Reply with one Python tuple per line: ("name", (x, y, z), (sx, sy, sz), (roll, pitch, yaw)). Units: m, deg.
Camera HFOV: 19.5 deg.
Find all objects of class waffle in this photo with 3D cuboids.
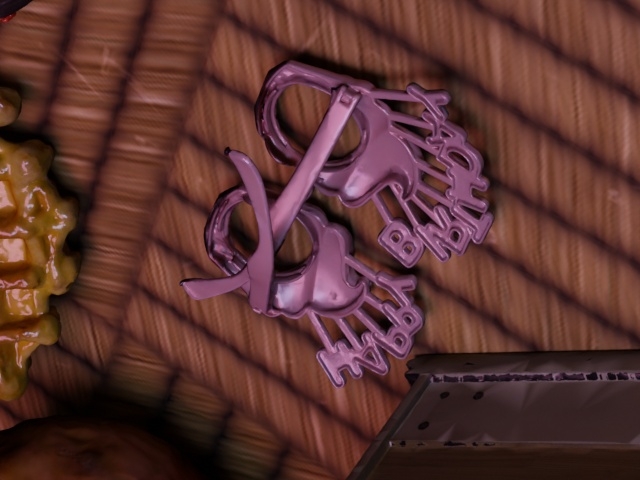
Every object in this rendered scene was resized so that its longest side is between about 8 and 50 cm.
("waffle", (-0.301, -0.003, 1.304), (0.283, 0.065, 0.309), (37, 113, -6))

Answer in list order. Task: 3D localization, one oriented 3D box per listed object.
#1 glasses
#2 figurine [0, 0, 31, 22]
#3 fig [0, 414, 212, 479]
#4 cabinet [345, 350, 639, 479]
("glasses", (0.008, -0.001, 1.132), (0.162, 0.095, 0.255), (27, 135, 2))
("figurine", (-0.181, -0.169, 1.164), (0.106, 0.047, 0.060), (-15, 149, 31))
("fig", (-0.169, 0.305, 1.383), (0.286, 0.286, 0.369), (19, 153, 20))
("cabinet", (0.144, 0.244, 1.065), (0.290, 0.318, 0.227), (-3, 120, 34))
